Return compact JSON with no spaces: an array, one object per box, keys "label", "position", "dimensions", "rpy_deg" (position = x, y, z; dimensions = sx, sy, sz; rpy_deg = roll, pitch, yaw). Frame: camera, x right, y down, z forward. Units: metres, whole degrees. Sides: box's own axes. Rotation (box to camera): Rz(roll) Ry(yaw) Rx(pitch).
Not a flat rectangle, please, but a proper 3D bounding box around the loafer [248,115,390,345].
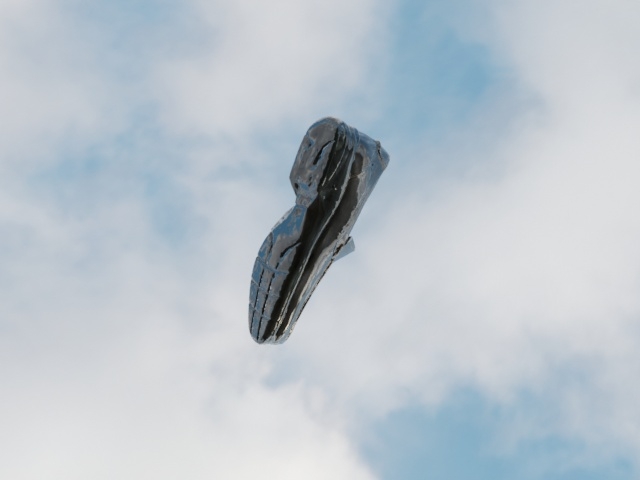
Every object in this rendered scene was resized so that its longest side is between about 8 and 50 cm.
[{"label":"loafer","position":[0.000,0.000,0.909],"dimensions":[0.061,0.062,0.170],"rpy_deg":[19,-82,-31]}]
